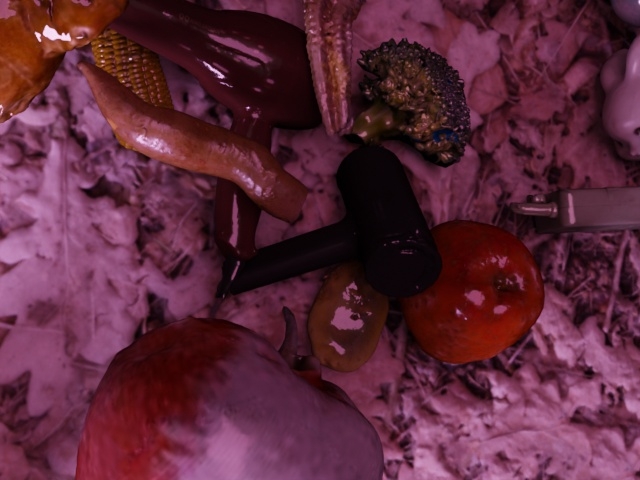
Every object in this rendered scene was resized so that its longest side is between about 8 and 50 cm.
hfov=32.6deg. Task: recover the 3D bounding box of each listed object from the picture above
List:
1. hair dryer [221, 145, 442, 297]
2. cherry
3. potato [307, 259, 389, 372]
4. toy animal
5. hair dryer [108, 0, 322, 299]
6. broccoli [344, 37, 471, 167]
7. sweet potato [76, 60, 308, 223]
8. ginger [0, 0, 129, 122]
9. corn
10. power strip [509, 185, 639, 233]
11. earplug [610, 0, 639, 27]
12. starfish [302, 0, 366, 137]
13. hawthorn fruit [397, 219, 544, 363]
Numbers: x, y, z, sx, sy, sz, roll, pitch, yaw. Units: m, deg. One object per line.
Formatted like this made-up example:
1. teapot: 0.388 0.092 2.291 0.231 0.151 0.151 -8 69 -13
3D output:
1. hair dryer: 0.000 0.000 1.284 0.251 0.197 0.089 -19 131 5
2. cherry: -0.096 0.251 1.158 0.326 0.291 0.335 7 99 -25
3. potato: 0.033 0.090 1.312 0.091 0.070 0.138 25 78 -12
4. toy animal: 0.467 -0.184 1.442 0.193 0.127 0.179 12 77 -12
5. hair dryer: -0.124 -0.107 1.245 0.312 0.123 0.341 15 78 -31
6. broccoli: 0.105 -0.161 1.350 0.160 0.167 0.154 -37 58 9
7. sweet potato: -0.138 -0.105 1.172 0.281 0.059 0.067 26 76 -21
8. ginger: -0.340 -0.313 1.171 0.274 0.152 0.358 -33 67 22
9. corn: -0.228 -0.216 1.280 0.080 0.080 0.231 -15 87 -17
10. power strip: 0.374 -0.041 1.414 0.287 0.093 0.053 -3 86 -16
11. earplug: 0.495 -0.425 1.476 0.185 0.185 0.324 34 83 -8
12. starfish: 0.048 -0.388 1.258 0.398 0.132 0.384 -40 114 -16
13. hawthorn fruit: 0.178 0.062 1.304 0.189 0.189 0.189 2 82 -15
